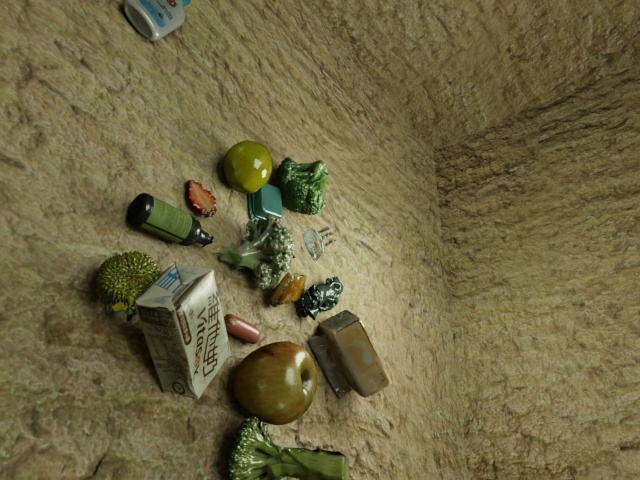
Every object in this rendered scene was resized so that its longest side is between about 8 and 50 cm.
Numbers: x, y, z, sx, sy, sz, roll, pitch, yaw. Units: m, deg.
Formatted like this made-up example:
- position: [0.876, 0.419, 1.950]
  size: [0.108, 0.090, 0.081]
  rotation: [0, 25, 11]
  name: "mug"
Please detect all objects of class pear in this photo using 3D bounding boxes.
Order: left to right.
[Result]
- position: [-0.274, -0.275, 1.842]
  size: [0.198, 0.198, 0.198]
  rotation: [32, 47, -43]
  name: "pear"

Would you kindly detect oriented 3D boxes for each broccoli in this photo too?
- position: [-0.088, 0.666, 1.434]
  size: [0.221, 0.361, 0.252]
  rotation: [-36, 141, -63]
  name: "broccoli"
- position: [-0.069, -0.231, 2.071]
  size: [0.241, 0.269, 0.261]
  rotation: [-42, 112, -11]
  name: "broccoli"

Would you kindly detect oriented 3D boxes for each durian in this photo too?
- position: [-0.509, 0.101, 1.283]
  size: [0.198, 0.159, 0.146]
  rotation: [-45, 148, -69]
  name: "durian"

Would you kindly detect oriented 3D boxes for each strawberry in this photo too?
- position: [-0.411, -0.139, 1.681]
  size: [0.103, 0.048, 0.152]
  rotation: [-20, 75, -51]
  name: "strawberry"

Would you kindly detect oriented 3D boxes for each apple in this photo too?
- position: [-0.147, 0.455, 1.572]
  size: [0.264, 0.264, 0.265]
  rotation: [32, 47, -43]
  name: "apple"

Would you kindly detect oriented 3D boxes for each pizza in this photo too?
- position: [-0.117, 0.178, 1.863]
  size: [0.069, 0.147, 0.226]
  rotation: [30, 12, 19]
  name: "pizza"

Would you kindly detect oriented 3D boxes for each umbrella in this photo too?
- position: [0.024, 0.229, 2.058]
  size: [0.094, 0.143, 0.348]
  rotation: [29, 15, 21]
  name: "umbrella"

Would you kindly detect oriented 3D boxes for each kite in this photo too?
- position: [0.001, 0.000, 2.238]
  size: [0.245, 0.015, 0.141]
  rotation: [-30, 100, -56]
  name: "kite"

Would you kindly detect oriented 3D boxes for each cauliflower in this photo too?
- position: [-0.224, 0.047, 1.742]
  size: [0.315, 0.239, 0.257]
  rotation: [-8, 118, -39]
  name: "cauliflower"

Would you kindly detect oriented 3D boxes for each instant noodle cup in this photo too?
- position: [-0.215, -0.152, 1.957]
  size: [0.157, 0.070, 0.179]
  rotation: [19, 58, -48]
  name: "instant noodle cup"

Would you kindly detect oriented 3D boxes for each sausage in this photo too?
- position: [-0.263, 0.296, 1.635]
  size: [0.154, 0.062, 0.062]
  rotation: [39, 43, -38]
  name: "sausage"

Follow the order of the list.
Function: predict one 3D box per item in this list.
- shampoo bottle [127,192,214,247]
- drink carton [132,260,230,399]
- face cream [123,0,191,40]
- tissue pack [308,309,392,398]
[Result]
- position: [-0.448, -0.046, 1.519]
  size: [0.283, 0.101, 0.101]
  rotation: [30, 49, -44]
  name: "shampoo bottle"
- position: [-0.361, 0.244, 1.334]
  size: [0.194, 0.131, 0.325]
  rotation: [-57, 150, -52]
  name: "drink carton"
- position: [-0.578, -0.854, 1.804]
  size: [0.163, 0.080, 0.337]
  rotation: [52, 36, -23]
  name: "face cream"
- position: [0.106, 0.470, 1.975]
  size: [0.306, 0.238, 0.238]
  rotation: [64, 33, -10]
  name: "tissue pack"
